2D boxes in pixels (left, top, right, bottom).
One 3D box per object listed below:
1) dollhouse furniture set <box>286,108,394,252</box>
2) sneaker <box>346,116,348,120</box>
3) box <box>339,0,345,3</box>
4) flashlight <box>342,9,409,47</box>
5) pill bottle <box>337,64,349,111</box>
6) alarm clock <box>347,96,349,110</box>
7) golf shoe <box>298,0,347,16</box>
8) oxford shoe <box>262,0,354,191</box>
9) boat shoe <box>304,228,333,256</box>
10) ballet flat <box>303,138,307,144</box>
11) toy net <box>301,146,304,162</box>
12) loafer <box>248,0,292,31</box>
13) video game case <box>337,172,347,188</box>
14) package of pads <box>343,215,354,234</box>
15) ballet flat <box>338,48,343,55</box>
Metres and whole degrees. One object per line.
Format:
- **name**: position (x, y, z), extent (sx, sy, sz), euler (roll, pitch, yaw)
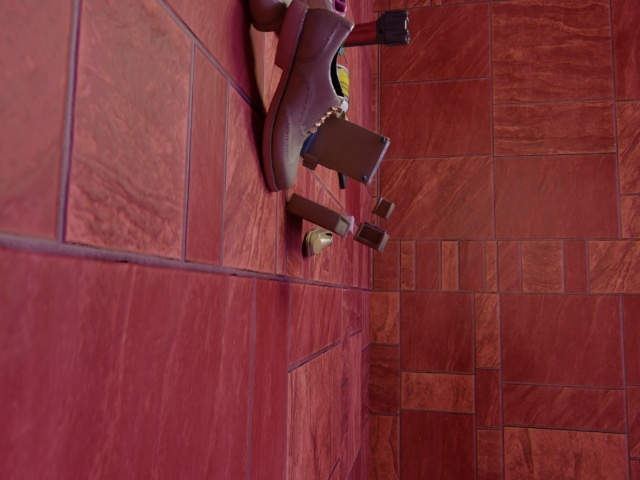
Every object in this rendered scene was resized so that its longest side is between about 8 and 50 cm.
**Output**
- **dollhouse furniture set**: position (0.095, -0.160, 1.353), extent (0.304, 0.286, 0.198), euler (-66, 168, 1)
- **sneaker**: position (0.076, -0.401, 1.884), extent (0.292, 0.110, 0.118), euler (5, 76, -79)
- **box**: position (0.012, -0.824, 1.524), extent (0.207, 0.108, 0.153), euler (68, 24, -61)
- **flashlight**: position (0.072, -0.539, 1.317), extent (0.103, 0.303, 0.103), euler (-73, 158, -54)
- **pill bottle**: position (0.040, -0.469, 1.674), extent (0.103, 0.103, 0.184), euler (54, 37, -72)
- **alarm clock**: position (0.077, -0.561, 1.968), extent (0.192, 0.064, 0.129), euler (-60, 148, -65)
- **golf shoe**: position (-0.009, -0.699, 1.341), extent (0.306, 0.140, 0.115), euler (66, 28, -61)
- **oxford shoe**: position (-0.031, -0.270, 1.066), extent (0.140, 0.146, 0.397), euler (-74, 178, -57)
- **boat shoe**: position (0.000, 0.000, 1.540), extent (0.190, 0.072, 0.068), euler (-60, 148, -69)
- **ballet flat**: position (-0.031, -0.348, 1.349), extent (0.079, 0.076, 0.222), euler (156, -47, -79)
- **toy net**: position (-0.015, -0.328, 1.429), extent (0.232, 0.045, 0.122), euler (-65, -157, -3)
- **loafer**: position (-0.089, -0.547, 1.020), extent (0.092, 0.101, 0.269), euler (75, 18, -72)
- **video game case**: position (0.096, -0.382, 2.168), extent (0.196, 0.026, 0.274), euler (76, 18, -51)
- **package of pads**: position (0.115, -0.063, 2.187), extent (0.032, 0.050, 0.083), euler (64, 28, -55)
- **ballet flat**: position (0.036, -0.699, 1.752), extent (0.206, 0.067, 0.073), euler (59, 37, -74)
